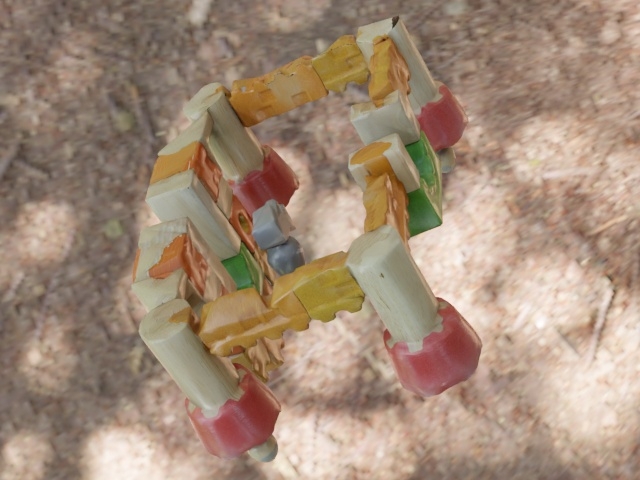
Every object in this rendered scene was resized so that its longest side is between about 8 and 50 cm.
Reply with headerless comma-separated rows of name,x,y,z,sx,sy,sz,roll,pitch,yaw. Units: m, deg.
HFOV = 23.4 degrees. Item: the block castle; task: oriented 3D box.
block castle,0.000,0.000,1.580,0.303,0.453,0.213,-20,125,18
